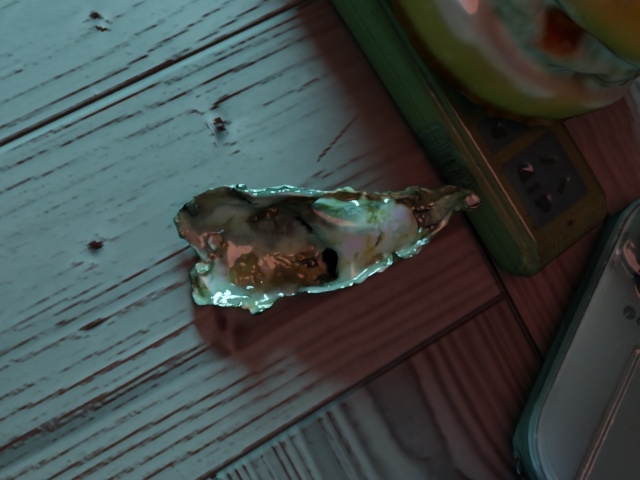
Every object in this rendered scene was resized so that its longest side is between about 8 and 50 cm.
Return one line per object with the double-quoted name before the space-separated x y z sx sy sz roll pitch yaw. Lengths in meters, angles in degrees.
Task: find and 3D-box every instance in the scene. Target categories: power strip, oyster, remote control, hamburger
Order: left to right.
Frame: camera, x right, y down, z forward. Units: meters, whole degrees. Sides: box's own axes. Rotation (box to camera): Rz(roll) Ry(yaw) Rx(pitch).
"oyster" 0.000 0.000 0.840 0.200 0.061 0.106 9 97 -16
"power strip" 0.073 -0.156 0.872 0.092 0.066 0.387 -35 95 -23
"hamburger" 0.165 -0.243 0.815 0.261 0.186 0.303 5 67 -40
"remote control" 0.218 0.078 0.899 0.104 0.052 0.247 34 72 -14
